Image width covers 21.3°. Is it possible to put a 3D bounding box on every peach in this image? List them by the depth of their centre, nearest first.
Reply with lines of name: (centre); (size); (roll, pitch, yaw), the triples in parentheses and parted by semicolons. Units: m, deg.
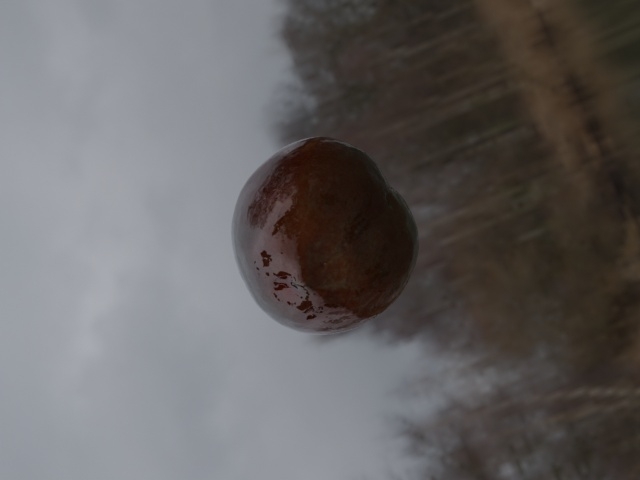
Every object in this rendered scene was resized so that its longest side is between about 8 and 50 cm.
peach: (0.000, 0.000, 2.169); (0.252, 0.252, 0.252); (-22, -90, -84)
